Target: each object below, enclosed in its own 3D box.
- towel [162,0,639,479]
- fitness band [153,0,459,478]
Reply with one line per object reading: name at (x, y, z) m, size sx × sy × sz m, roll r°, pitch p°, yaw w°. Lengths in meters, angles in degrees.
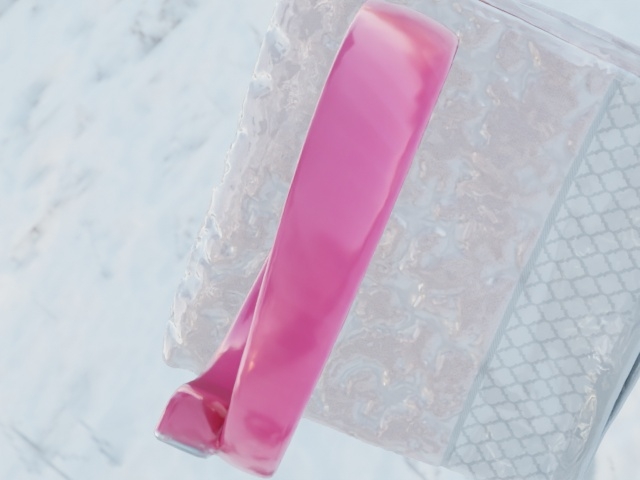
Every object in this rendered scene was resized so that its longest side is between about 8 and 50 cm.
towel at (0.082, -0.002, 0.994) m, size 0.053 × 0.317 × 0.332 m, roll -62°, pitch -6°, yaw -67°
fitness band at (0.000, 0.000, 0.673) m, size 0.291 × 0.054 × 0.209 m, roll 109°, pitch -173°, yaw -89°
